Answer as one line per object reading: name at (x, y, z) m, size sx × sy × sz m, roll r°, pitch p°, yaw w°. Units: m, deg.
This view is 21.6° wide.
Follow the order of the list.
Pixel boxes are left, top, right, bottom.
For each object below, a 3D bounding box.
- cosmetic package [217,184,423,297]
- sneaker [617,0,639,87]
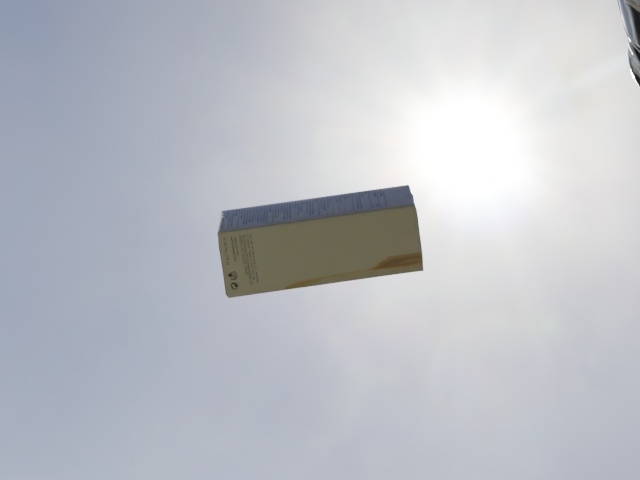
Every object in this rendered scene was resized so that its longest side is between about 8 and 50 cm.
cosmetic package at (0.000, 0.000, 0.972) m, size 0.115 × 0.041 × 0.060 m, roll -7°, pitch 14°, yaw 3°
sneaker at (0.303, -0.110, 0.939) m, size 0.282 × 0.099 × 0.153 m, roll 14°, pitch -22°, yaw 14°
